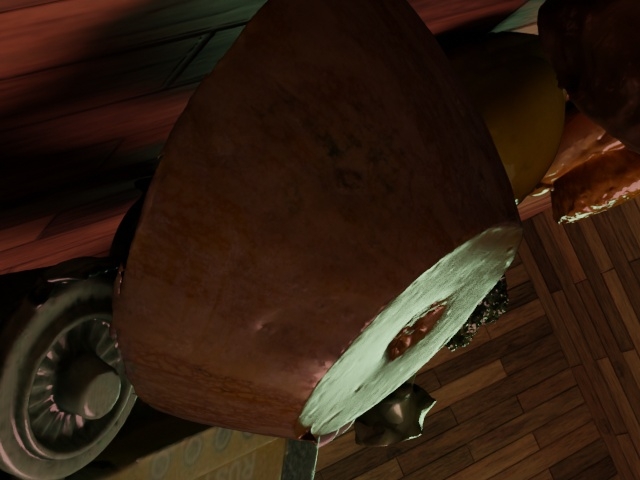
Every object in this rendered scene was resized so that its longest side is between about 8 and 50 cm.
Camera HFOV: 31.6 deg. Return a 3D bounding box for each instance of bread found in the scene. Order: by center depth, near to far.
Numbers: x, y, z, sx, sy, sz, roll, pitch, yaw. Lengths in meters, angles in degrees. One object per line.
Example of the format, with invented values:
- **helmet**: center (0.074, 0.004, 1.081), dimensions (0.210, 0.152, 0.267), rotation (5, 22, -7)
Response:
- **bread**: center (0.045, -0.031, 0.819), dimensions (0.166, 0.112, 0.383), rotation (-22, 175, -20)
- **bread**: center (0.341, -0.108, 1.286), dimensions (0.236, 0.120, 0.198), rotation (-20, 171, -39)

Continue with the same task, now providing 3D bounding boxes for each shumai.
- **shumai**: center (0.230, -0.121, 0.620), dimensions (0.161, 0.209, 0.153), rotation (-1, 128, -40)

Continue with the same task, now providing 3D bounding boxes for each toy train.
- **toy train**: center (-0.111, 0.104, 0.603), dimensions (0.160, 0.253, 0.397), rotation (13, -168, 28)

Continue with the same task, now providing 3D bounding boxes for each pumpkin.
- **pumpkin**: center (0.017, 0.002, 0.490), dimensions (0.217, 0.110, 0.217), rotation (-52, 162, -24)

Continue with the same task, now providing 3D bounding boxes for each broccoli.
- **broccoli**: center (0.065, 0.083, 1.204), dimensions (0.270, 0.270, 0.270), rotation (-2, -178, 0)

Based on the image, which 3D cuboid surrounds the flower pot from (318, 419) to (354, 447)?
- **flower pot**: center (-0.164, 0.124, 1.011), dimensions (0.367, 0.164, 0.254), rotation (-5, -179, 22)
